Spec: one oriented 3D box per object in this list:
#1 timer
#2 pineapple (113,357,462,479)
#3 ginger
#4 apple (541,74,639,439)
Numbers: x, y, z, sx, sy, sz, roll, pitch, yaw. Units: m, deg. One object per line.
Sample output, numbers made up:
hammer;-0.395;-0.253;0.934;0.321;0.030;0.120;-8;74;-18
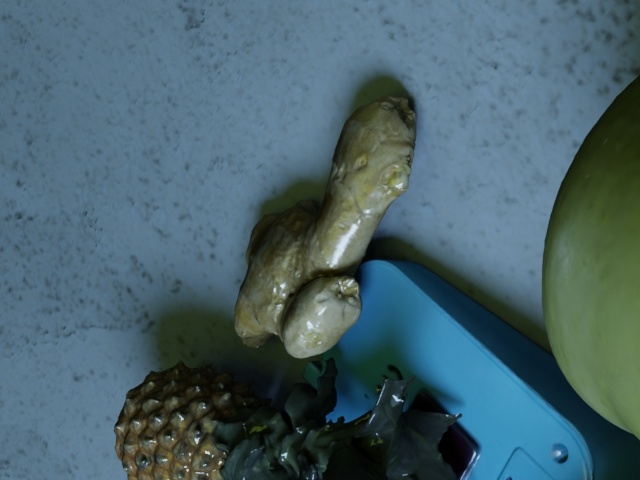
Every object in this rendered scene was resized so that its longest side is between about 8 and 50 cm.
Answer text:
timer;0.085;0.160;0.956;0.250;0.091;0.232;42;119;33
pineapple;-0.032;0.146;0.929;0.277;0.130;0.119;-4;98;46
ginger;-0.001;-0.009;0.966;0.133;0.059;0.214;28;99;60
apple;0.261;0.016;0.682;0.292;0.292;0.254;20;89;28
